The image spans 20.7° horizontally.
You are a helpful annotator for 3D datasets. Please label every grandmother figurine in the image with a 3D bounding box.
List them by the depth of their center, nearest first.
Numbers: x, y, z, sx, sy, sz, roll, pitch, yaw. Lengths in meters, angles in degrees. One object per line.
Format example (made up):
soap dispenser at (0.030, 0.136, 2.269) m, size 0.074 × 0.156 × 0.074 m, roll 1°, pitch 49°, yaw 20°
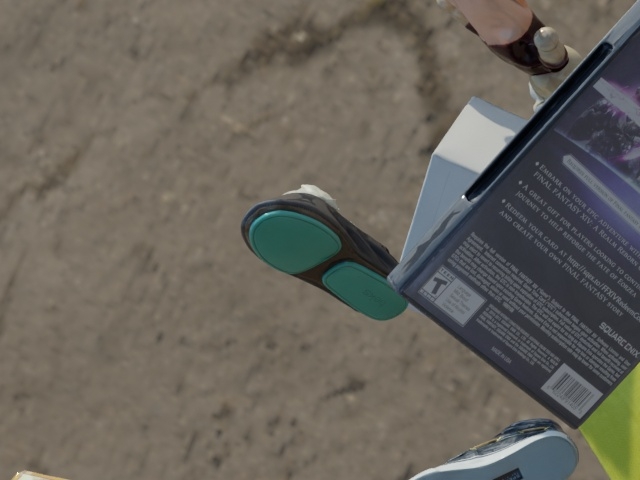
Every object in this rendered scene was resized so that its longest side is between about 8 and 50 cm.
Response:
grandmother figurine at (0.220, -0.254, 2.043) m, size 0.104 × 0.342 × 0.208 m, roll -46°, pitch 38°, yaw 5°

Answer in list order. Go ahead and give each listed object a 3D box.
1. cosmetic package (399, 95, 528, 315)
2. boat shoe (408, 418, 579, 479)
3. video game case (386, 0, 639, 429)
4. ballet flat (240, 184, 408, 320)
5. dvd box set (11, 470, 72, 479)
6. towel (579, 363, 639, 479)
cosmetic package at (0.220, -0.002, 1.955) m, size 0.138 × 0.224 × 0.224 m, roll -51°, pitch -18°, yaw -47°
boat shoe at (0.152, 0.223, 1.644) m, size 0.183 × 0.065 × 0.083 m, roll -20°, pitch 6°, yaw 3°
video game case at (0.198, -0.023, 1.134) m, size 0.274 × 0.196 × 0.026 m, roll -49°, pitch 34°, yaw 6°
ballet flat at (0.000, 0.000, 1.390) m, size 0.074 × 0.203 × 0.074 m, roll -19°, pitch 57°, yaw 31°
dvd box set at (-0.017, 0.297, 1.134) m, size 0.420 × 0.308 × 0.062 m, roll 2°, pitch 40°, yaw 47°
towel at (0.291, 0.175, 1.505) m, size 0.102 × 0.021 × 0.237 m, roll -39°, pitch 52°, yaw 12°
